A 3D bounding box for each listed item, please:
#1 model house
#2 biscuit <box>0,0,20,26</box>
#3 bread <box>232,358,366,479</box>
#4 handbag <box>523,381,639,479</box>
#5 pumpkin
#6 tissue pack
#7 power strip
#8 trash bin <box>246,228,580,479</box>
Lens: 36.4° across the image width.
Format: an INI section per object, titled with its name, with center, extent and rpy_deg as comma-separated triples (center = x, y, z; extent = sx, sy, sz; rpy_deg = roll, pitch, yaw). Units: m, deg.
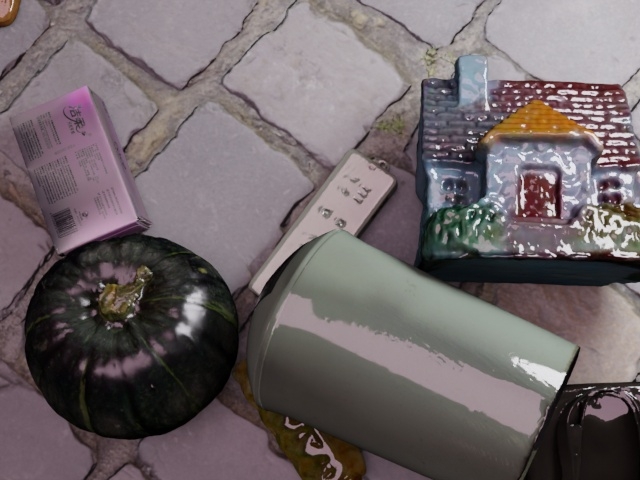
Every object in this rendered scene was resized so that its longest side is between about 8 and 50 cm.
[model house]
center = 0.320, -0.112, 1.429
extent = 0.360, 0.297, 0.339
rpy_deg = 2, 79, 4
[biscuit]
center = -0.686, -0.443, 1.700
extent = 0.334, 0.047, 0.202
rpy_deg = 11, 83, 7
[bread]
center = -0.029, 0.282, 1.507
extent = 0.269, 0.098, 0.087
rpy_deg = 54, 132, 11
[handbag]
center = 0.413, 0.339, 1.448
extent = 0.285, 0.113, 0.257
rpy_deg = -5, 87, 5
[pumpkin]
center = -0.285, 0.141, 1.475
extent = 0.323, 0.241, 0.323
rpy_deg = -2, 65, 5
[tissue pack]
center = -0.389, -0.109, 1.597
extent = 0.149, 0.092, 0.246
rpy_deg = -22, 80, 3
[power strip]
center = 0.000, 0.000, 1.561
extent = 0.098, 0.058, 0.338
rpy_deg = 36, 87, 9
[trash bin]
center = 0.108, 0.169, 1.349
extent = 0.432, 0.280, 0.280
rpy_deg = 23, 84, 17
